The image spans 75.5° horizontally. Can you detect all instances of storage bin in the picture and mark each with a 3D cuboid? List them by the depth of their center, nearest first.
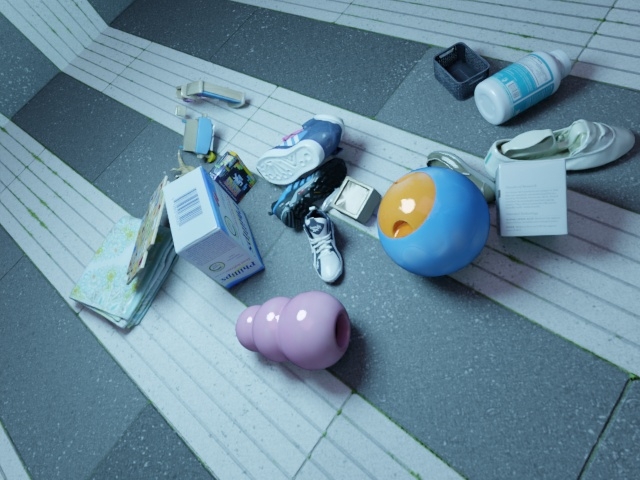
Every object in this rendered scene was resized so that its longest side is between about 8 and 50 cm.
[{"bbox_3d":[0.486,-0.586,1.435,0.122,0.084,0.180,-29,56,3],"label":"storage bin"}]

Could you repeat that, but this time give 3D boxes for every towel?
[{"bbox_3d":[-0.697,0.097,1.488,0.320,0.090,0.375,16,69,26],"label":"towel"}]

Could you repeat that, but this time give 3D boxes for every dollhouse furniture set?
[{"bbox_3d":[-0.475,-0.481,1.739,0.286,0.198,0.304,16,100,49],"label":"dollhouse furniture set"}]

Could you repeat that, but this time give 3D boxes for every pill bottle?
[{"bbox_3d":[0.632,-0.486,1.290,0.264,0.146,0.146,-30,57,2],"label":"pill bottle"}]

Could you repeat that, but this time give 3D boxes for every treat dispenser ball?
[{"bbox_3d":[0.293,-0.049,1.091,0.288,0.288,0.288,-9,60,15],"label":"treat dispenser ball"}]

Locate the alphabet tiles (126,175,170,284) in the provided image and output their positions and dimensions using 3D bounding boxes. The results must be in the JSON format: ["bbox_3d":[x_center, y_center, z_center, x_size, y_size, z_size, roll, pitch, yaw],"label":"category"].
[{"bbox_3d":[-0.569,-0.036,1.359,0.285,0.011,0.343,-31,47,45],"label":"alphabet tiles"}]

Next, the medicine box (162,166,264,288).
[{"bbox_3d":[-0.334,-0.034,1.307,0.149,0.289,0.264,-29,57,5],"label":"medicine box"}]

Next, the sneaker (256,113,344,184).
[{"bbox_3d":[-0.055,-0.322,1.413,0.322,0.130,0.236,-10,36,47],"label":"sneaker"}]

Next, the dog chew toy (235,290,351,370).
[{"bbox_3d":[-0.090,0.241,1.130,0.331,0.206,0.207,-4,61,27],"label":"dog chew toy"}]

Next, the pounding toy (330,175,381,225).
[{"bbox_3d":[0.113,-0.137,1.329,0.141,0.100,0.130,30,90,33],"label":"pounding toy"}]

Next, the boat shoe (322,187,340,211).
[{"bbox_3d":[0.046,-0.132,1.376,0.035,0.035,0.100,31,70,33],"label":"boat shoe"}]

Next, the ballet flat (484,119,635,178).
[{"bbox_3d":[0.674,-0.266,1.164,0.399,0.139,0.139,-11,60,14],"label":"ballet flat"}]

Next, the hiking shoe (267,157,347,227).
[{"bbox_3d":[-0.044,-0.182,1.391,0.304,0.113,0.132,-43,45,-15],"label":"hiking shoe"}]

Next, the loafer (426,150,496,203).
[{"bbox_3d":[0.407,-0.182,1.235,0.087,0.094,0.251,-42,57,-10],"label":"loafer"}]

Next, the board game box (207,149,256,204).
[{"bbox_3d":[-0.318,-0.215,1.471,0.048,0.170,0.141,29,76,29],"label":"board game box"}]

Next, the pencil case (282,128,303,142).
[{"bbox_3d":[-0.031,-0.370,1.503,0.209,0.095,0.098,-22,71,10],"label":"pencil case"}]

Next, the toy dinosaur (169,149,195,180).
[{"bbox_3d":[-0.556,-0.281,1.676,0.092,0.053,0.183,-33,63,-18],"label":"toy dinosaur"}]

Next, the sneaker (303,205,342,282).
[{"bbox_3d":[0.000,0.000,1.248,0.094,0.153,0.235,-11,59,16],"label":"sneaker"}]

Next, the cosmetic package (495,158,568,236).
[{"bbox_3d":[0.540,-0.105,1.072,0.151,0.151,0.184,-2,91,19],"label":"cosmetic package"}]
